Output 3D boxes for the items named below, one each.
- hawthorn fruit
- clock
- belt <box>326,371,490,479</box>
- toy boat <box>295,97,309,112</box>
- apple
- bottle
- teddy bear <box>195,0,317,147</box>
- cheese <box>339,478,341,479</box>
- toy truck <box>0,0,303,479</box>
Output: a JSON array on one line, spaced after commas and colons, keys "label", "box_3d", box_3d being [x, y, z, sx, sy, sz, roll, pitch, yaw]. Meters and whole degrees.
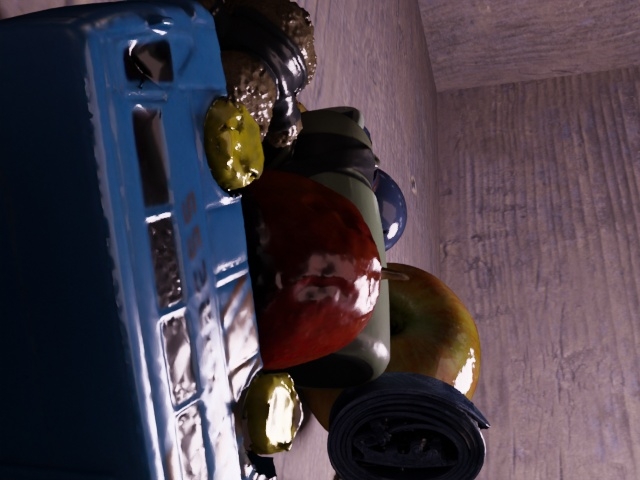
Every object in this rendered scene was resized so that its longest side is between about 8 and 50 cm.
[{"label": "hawthorn fruit", "box_3d": [-0.024, 0.026, 0.712, 0.190, 0.252, 0.189, 19, -69, 59]}, {"label": "clock", "box_3d": [0.046, -0.075, 1.175, 0.199, 0.147, 0.243, -86, 156, -43]}, {"label": "belt", "box_3d": [0.104, 0.234, 0.899, 0.082, 0.191, 0.141, -78, 174, -79]}, {"label": "toy boat", "box_3d": [-0.041, -0.177, 1.046, 0.149, 0.047, 0.048, 23, 64, -72]}, {"label": "apple", "box_3d": [0.094, 0.173, 1.070, 0.264, 0.265, 0.264, -5, 90, -75]}, {"label": "bottle", "box_3d": [-0.002, -0.001, 0.932, 0.168, 0.169, 0.346, 61, 25, -57]}, {"label": "teddy bear", "box_3d": [-0.066, -0.199, 0.807, 0.182, 0.129, 0.251, 39, 40, -18]}, {"label": "cheese", "box_3d": [0.054, 0.472, 1.225, 0.065, 0.044, 0.193, -9, 96, -70]}, {"label": "toy truck", "box_3d": [-0.123, 0.044, 0.473, 0.162, 0.161, 0.384, -24, 110, -65]}]
